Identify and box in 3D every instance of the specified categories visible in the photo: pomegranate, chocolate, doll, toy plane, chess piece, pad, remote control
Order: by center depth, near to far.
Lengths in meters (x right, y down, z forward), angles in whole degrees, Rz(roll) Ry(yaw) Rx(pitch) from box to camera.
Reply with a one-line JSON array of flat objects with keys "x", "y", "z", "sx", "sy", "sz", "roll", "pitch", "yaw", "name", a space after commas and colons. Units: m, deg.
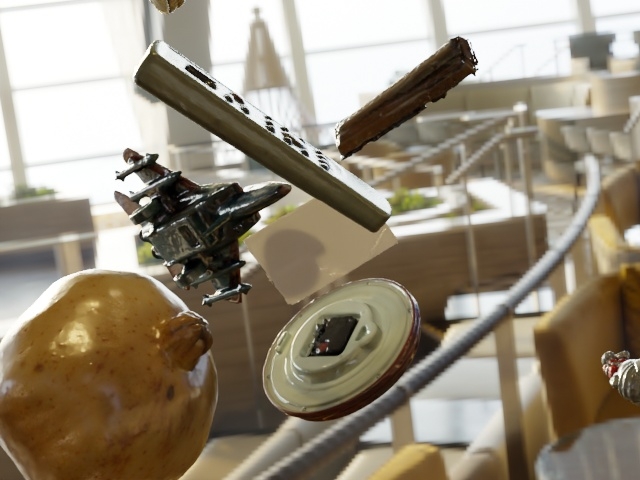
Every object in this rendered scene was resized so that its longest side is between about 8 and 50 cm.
[{"x": -0.052, "y": -0.103, "z": 1.131, "sx": 0.285, "sy": 0.038, "sz": 0.123, "roll": 32, "pitch": 12, "yaw": -10, "name": "remote control"}, {"x": -0.125, "y": -0.020, "z": 1.255, "sx": 0.104, "sy": 0.223, "sz": 0.326, "roll": -40, "pitch": 13, "yaw": -24, "name": "toy plane"}, {"x": -0.193, "y": -0.387, "z": 1.692, "sx": 0.122, "sy": 0.066, "sz": 0.066, "roll": -36, "pitch": 20, "yaw": -21, "name": "chess piece"}, {"x": -0.320, "y": 0.223, "z": 1.817, "sx": 0.410, "sy": 0.410, "sz": 0.410, "roll": -7, "pitch": 9, "yaw": 1, "name": "pomegranate"}, {"x": 0.518, "y": 0.225, "z": 1.908, "sx": 0.094, "sy": 0.079, "sz": 0.180, "roll": -1, "pitch": 14, "yaw": -6, "name": "doll"}, {"x": 0.000, "y": 0.000, "z": 1.981, "sx": 0.232, "sy": 0.156, "sz": 0.004, "roll": -30, "pitch": -22, "yaw": -17, "name": "pad"}, {"x": 0.151, "y": -0.272, "z": 2.180, "sx": 0.329, "sy": 0.065, "sz": 0.102, "roll": -33, "pitch": 37, "yaw": 23, "name": "chocolate"}]

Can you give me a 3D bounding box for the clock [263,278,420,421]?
[{"x": 0.034, "y": 0.188, "z": 2.072, "sx": 0.318, "sy": 0.080, "sz": 0.318, "roll": -26, "pitch": 31, "yaw": 17, "name": "clock"}]
